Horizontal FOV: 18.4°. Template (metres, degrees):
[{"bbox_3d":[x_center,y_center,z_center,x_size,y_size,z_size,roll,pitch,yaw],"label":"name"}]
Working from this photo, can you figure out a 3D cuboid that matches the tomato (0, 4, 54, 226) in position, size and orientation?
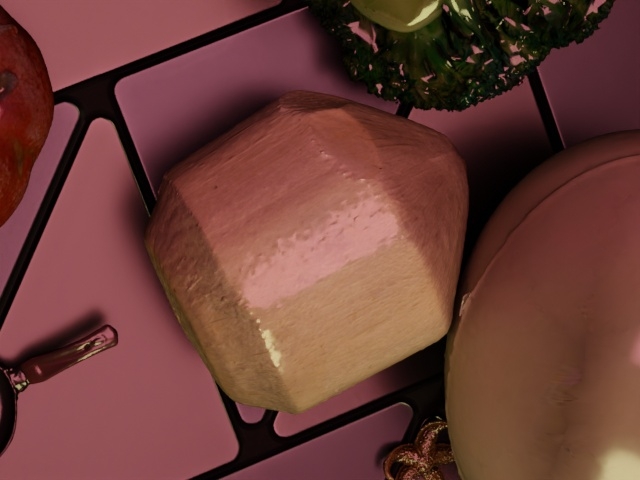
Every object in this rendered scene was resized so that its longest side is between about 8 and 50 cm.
[{"bbox_3d":[-0.325,-0.107,1.532,0.232,0.188,0.232,5,82,-42],"label":"tomato"}]

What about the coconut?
[{"bbox_3d":[0.000,0.000,1.592,0.266,0.237,0.237,-28,101,-1],"label":"coconut"}]

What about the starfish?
[{"bbox_3d":[0.098,0.195,1.738,0.091,0.028,0.078,-2,103,-14],"label":"starfish"}]

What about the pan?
[{"bbox_3d":[-0.265,0.119,1.644,0.212,0.040,0.115,-27,101,-1],"label":"pan"}]

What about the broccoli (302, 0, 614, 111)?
[{"bbox_3d":[0.092,-0.230,1.562,0.297,0.297,0.297,6,117,12],"label":"broccoli"}]

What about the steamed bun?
[{"bbox_3d":[0.264,0.096,1.607,0.334,0.334,0.374,6,116,-13],"label":"steamed bun"}]
